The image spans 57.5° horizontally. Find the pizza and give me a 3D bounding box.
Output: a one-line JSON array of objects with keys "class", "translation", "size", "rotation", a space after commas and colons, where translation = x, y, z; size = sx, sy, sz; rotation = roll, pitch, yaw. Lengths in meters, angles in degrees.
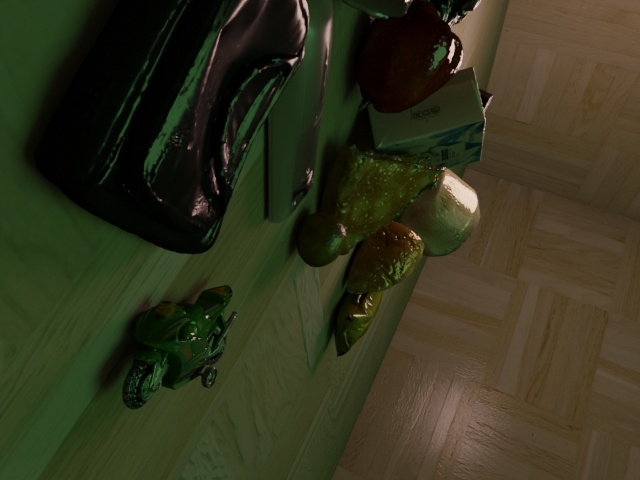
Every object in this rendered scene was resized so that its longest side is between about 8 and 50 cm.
[{"class": "pizza", "translation": [0.119, -0.096, 1.109], "size": [0.288, 0.075, 0.279], "rotation": [-19, 144, -31]}]

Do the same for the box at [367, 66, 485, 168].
[{"class": "box", "translation": [0.215, -0.220, 1.170], "size": [0.274, 0.203, 0.116], "rotation": [33, 47, -75]}]

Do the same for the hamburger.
[{"class": "hamburger", "translation": [0.158, 0.050, 1.483], "size": [0.207, 0.155, 0.135], "rotation": [-48, 150, -36]}]

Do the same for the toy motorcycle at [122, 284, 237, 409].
[{"class": "toy motorcycle", "translation": [-0.154, 0.109, 0.641], "size": [0.190, 0.074, 0.106], "rotation": [-22, 122, -70]}]

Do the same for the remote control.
[{"class": "remote control", "translation": [-0.022, -0.161, 0.754], "size": [0.312, 0.055, 0.109], "rotation": [95, 21, -44]}]

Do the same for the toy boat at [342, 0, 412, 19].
[{"class": "toy boat", "translation": [0.083, -0.433, 0.713], "size": [0.206, 0.096, 0.282], "rotation": [-4, 101, -54]}]

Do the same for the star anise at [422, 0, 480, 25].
[{"class": "star anise", "translation": [0.208, -0.417, 1.115], "size": [0.212, 0.129, 0.283], "rotation": [-58, 155, 3]}]

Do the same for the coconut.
[{"class": "coconut", "translation": [0.316, -0.088, 1.687], "size": [0.245, 0.247, 0.245], "rotation": [-53, -170, 14]}]

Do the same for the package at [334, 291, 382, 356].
[{"class": "package", "translation": [0.101, 0.186, 1.552], "size": [0.226, 0.090, 0.168], "rotation": [-51, 159, -43]}]

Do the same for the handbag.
[{"class": "handbag", "translation": [-0.096, -0.128, 0.502], "size": [0.244, 0.088, 0.275], "rotation": [60, 51, -75]}]

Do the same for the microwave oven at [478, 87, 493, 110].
[{"class": "microwave oven", "translation": [0.297, -0.307, 1.427], "size": [0.177, 0.188, 0.247], "rotation": [-70, 170, 21]}]

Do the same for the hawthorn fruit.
[{"class": "hawthorn fruit", "translation": [0.137, -0.302, 0.957], "size": [0.179, 0.173, 0.173], "rotation": [-42, -172, 45]}]

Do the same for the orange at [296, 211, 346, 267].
[{"class": "orange", "translation": [0.000, 0.000, 0.985], "size": [0.085, 0.085, 0.095], "rotation": [-4, 112, -73]}]
